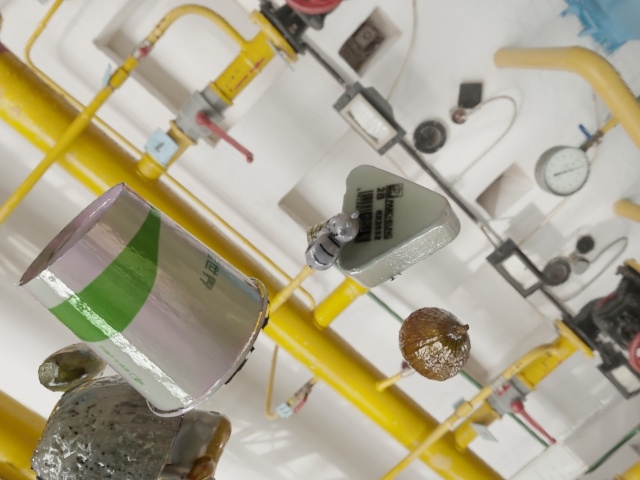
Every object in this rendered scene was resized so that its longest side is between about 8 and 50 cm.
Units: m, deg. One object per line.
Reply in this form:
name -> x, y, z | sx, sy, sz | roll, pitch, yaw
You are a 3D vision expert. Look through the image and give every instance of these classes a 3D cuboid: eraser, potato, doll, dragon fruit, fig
eraser -> 0.175, -0.068, 1.393 | 0.150, 0.331, 0.331 | 40, -170, -51
potato -> -0.592, 0.303, 1.214 | 0.251, 0.149, 0.113 | 119, 134, -71
doll -> -0.298, 0.502, 1.135 | 0.162, 0.166, 0.270 | 92, -174, -50
dragon fruit -> -0.424, 0.366, 1.018 | 0.221, 0.204, 0.283 | 28, -176, -24
fig -> 0.194, 0.147, 0.800 | 0.119, 0.153, 0.119 | 17, -142, -14

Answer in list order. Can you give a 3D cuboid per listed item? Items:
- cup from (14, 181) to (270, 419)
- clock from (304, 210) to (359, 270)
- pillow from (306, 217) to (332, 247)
cup -> -0.248, 0.075, 0.724 | 0.274, 0.253, 0.253 | 49, -173, -28
clock -> 0.031, 0.000, 1.265 | 0.080, 0.176, 0.117 | 39, 168, -4
pillow -> 0.000, 0.000, 1.543 | 0.203, 0.038, 0.113 | 159, 108, -68
